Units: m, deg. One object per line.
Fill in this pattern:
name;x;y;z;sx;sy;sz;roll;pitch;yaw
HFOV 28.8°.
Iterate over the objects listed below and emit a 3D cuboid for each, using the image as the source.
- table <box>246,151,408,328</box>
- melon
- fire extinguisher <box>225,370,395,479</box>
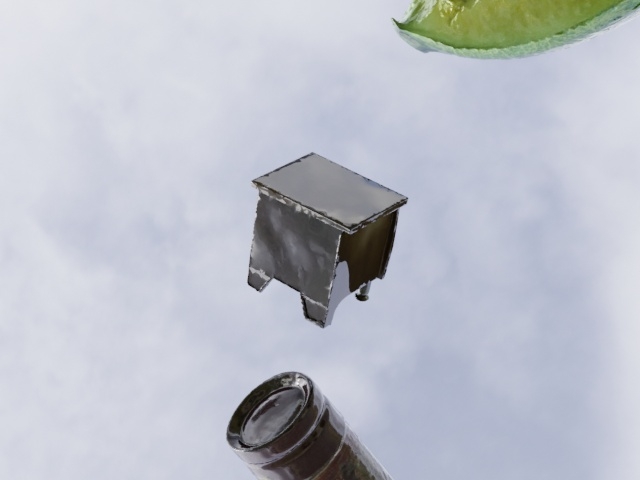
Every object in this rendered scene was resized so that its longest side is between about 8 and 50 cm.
table;0.000;0.000;0.855;0.083;0.082;0.070;27;-146;26
melon;0.227;-0.244;1.162;0.124;0.323;0.196;55;-151;-11
fire extinguisher;0.044;0.202;0.898;0.252;0.106;0.075;52;-137;-25
